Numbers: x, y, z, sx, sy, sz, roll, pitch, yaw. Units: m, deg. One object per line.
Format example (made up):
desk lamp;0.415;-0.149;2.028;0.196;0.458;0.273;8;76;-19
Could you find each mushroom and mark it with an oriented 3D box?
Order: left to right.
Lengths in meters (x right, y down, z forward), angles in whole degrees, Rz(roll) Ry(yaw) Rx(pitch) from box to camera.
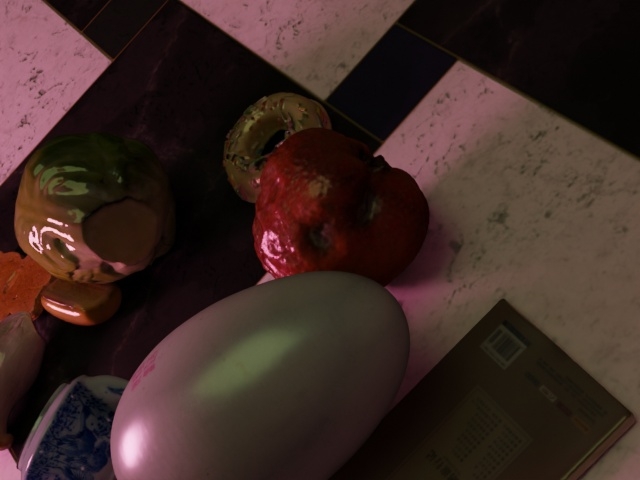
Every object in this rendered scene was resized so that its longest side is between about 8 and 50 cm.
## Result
mushroom;-0.446;0.200;1.688;0.097;0.088;0.212;10;69;7

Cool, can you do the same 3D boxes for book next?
book;0.145;0.227;1.243;0.310;0.021;0.217;-46;43;2

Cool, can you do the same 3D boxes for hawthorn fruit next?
hawthorn fruit;0.000;0.000;1.405;0.243;0.207;0.207;-54;41;13

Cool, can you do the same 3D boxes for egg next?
egg;-0.065;0.169;1.296;0.371;0.230;0.230;-38;43;15

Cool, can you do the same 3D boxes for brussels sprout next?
brussels sprout;-0.308;-0.045;1.672;0.244;0.244;0.244;-21;49;26

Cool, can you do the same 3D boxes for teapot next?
teapot;-0.282;0.264;1.483;0.159;0.159;0.232;28;92;46

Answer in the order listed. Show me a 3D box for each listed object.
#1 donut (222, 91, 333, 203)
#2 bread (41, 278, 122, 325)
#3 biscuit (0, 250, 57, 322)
donut;-0.063;-0.129;1.635;0.175;0.068;0.174;-20;49;25
bread;-0.335;0.088;1.699;0.115;0.056;0.082;12;40;29
biscuit;-0.466;0.074;1.837;0.184;0.027;0.133;-5;58;38
